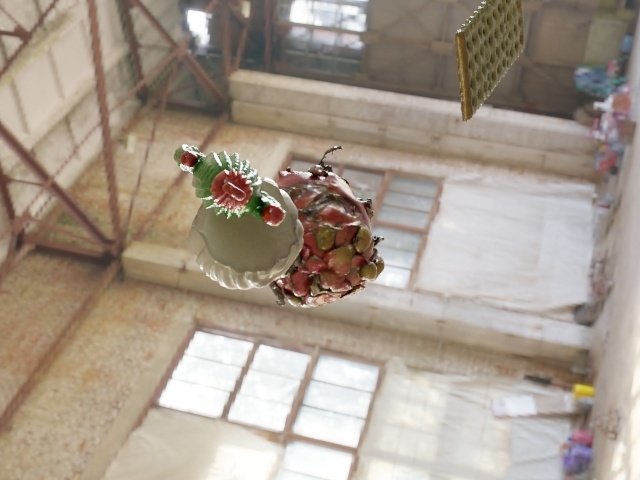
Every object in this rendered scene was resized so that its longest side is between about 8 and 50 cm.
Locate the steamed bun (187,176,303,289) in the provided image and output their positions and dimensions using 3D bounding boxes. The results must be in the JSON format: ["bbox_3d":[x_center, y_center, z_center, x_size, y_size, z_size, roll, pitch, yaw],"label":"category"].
[{"bbox_3d":[-0.112,-0.009,1.506,0.106,0.183,0.183,113,170,-80],"label":"steamed bun"}]

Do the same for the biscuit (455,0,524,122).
[{"bbox_3d":[0.243,-0.278,1.361,0.231,0.016,0.139,-50,-41,-43],"label":"biscuit"}]

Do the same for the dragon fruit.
[{"bbox_3d":[0.000,0.000,1.877,0.269,0.291,0.250,-32,-49,-17],"label":"dragon fruit"}]

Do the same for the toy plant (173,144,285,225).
[{"bbox_3d":[-0.116,-0.069,1.330,0.154,0.240,0.088,34,-90,-36],"label":"toy plant"}]
